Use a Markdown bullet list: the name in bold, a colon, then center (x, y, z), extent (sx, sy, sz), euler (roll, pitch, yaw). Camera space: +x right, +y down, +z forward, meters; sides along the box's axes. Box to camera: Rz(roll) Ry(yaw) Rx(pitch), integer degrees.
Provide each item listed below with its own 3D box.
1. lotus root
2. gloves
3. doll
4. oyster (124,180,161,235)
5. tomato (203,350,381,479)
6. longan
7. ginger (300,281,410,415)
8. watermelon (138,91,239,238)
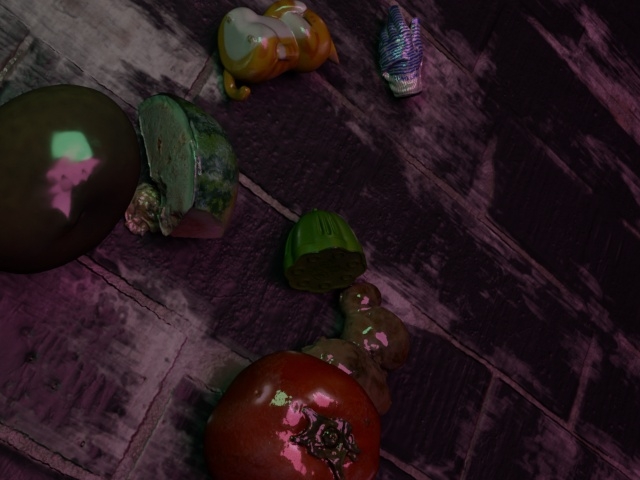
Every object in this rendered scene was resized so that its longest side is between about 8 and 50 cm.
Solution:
- **lotus root**: center (0.000, 0.000, 1.674), extent (0.186, 0.186, 0.186), euler (7, 77, -32)
- **gloves**: center (0.199, -0.463, 1.908), extent (0.119, 0.097, 0.229), euler (-12, 90, 3)
- **doll**: center (-0.094, -0.426, 1.680), extent (0.269, 0.162, 0.167), euler (-23, 63, -29)
- **oyster**: center (-0.306, -0.068, 1.537), extent (0.165, 0.053, 0.109), euler (-2, 75, -29)
- **tomato**: center (-0.052, 0.384, 1.473), extent (0.325, 0.289, 0.293), euler (41, 60, -18)
- **longan**: center (-0.456, -0.100, 1.318), extent (0.288, 0.288, 0.350), euler (36, 72, -23)
- **ginger**: center (0.086, 0.241, 1.687), extent (0.244, 0.155, 0.304), euler (39, 54, -13)
- **watermelon**: center (-0.257, -0.163, 1.505), extent (0.180, 0.224, 0.305), euler (-17, 66, -1)
